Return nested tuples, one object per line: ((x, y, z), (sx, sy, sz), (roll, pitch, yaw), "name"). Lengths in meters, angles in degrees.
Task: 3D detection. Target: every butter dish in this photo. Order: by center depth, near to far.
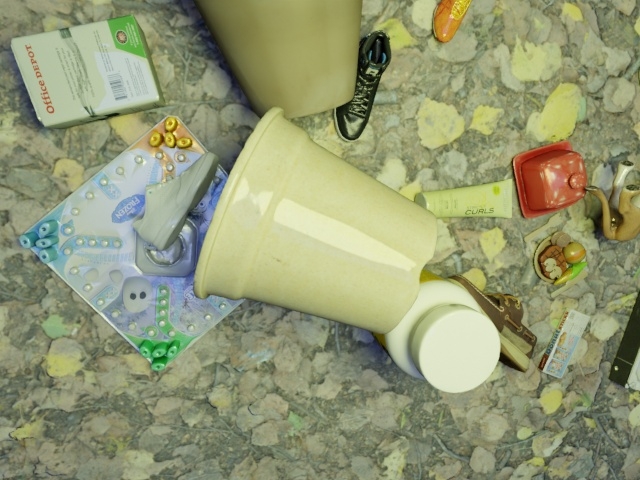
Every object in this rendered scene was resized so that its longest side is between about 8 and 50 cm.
((0.546, -0.137, 0.970), (0.160, 0.118, 0.160), (-17, 102, -7), "butter dish")

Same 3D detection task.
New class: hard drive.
((0.938, 0.246, 1.132), (0.237, 0.064, 0.339), (15, 95, -13), "hard drive")

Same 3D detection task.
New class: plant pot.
((0.006, -0.001, 0.704), (0.305, 0.334, 0.334), (23, 94, -3), "plant pot")
((-0.058, -0.375, 0.747), (0.323, 0.323, 0.280), (-16, 118, -8), "plant pot")

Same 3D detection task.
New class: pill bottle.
((0.194, 0.154, 0.838), (0.188, 0.334, 0.188), (-2, 99, -10), "pill bottle")

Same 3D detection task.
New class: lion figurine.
((0.783, -0.079, 1.007), (0.392, 0.142, 0.240), (-13, 128, -4), "lion figurine")

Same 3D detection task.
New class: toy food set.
((0.591, 0.043, 1.046), (0.132, 0.038, 0.192), (-33, 103, -4), "toy food set")

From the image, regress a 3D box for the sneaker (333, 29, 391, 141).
((0.083, -0.312, 0.854), (0.079, 0.121, 0.217), (10, 97, -11), "sneaker")

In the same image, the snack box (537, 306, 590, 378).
((0.629, 0.265, 1.097), (0.064, 0.022, 0.178), (22, 94, -14), "snack box")

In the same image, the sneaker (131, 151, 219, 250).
((-0.278, -0.089, 0.798), (0.094, 0.080, 0.212), (35, 92, -2), "sneaker")

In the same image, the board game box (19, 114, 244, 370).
((-0.317, 0.015, 0.867), (0.390, 0.050, 0.390), (-40, 103, -3), "board game box")

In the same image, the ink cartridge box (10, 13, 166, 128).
((-0.415, -0.303, 0.779), (0.208, 0.087, 0.153), (-15, 102, -9), "ink cartridge box")

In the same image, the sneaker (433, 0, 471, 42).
((0.289, -0.505, 0.890), (0.064, 0.067, 0.175), (20, 96, -15), "sneaker")

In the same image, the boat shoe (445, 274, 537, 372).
((0.405, 0.172, 0.990), (0.342, 0.123, 0.123), (43, 79, -22), "boat shoe")

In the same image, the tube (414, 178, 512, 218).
((0.336, -0.089, 0.971), (0.240, 0.062, 0.070), (-5, 140, -15), "tube")
